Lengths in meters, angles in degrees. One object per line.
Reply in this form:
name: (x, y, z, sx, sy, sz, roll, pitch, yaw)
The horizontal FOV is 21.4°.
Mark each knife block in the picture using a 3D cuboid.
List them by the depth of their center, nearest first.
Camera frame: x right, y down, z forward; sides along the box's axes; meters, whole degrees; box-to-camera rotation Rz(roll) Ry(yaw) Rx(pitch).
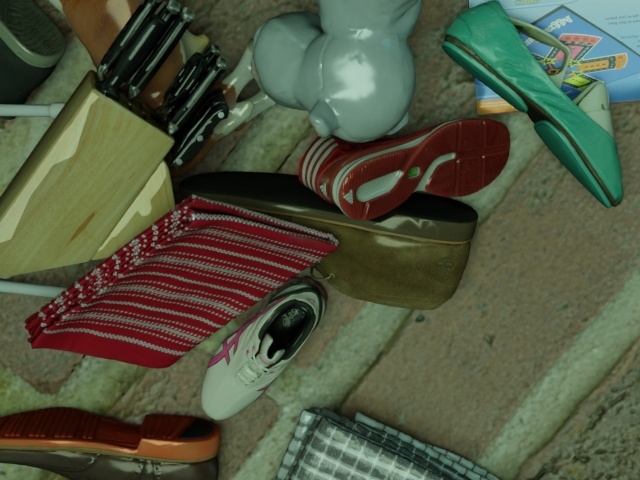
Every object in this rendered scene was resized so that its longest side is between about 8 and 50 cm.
knife block: (-0.219, -0.106, 1.623, 0.276, 0.088, 0.242, -11, 109, -5)

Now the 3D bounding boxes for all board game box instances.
board game box: (0.292, -0.209, 1.691, 0.281, 0.027, 0.145, -4, 99, 7)

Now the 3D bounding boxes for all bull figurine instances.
bull figurine: (-0.172, -0.220, 1.698, 0.188, 0.101, 0.310, -22, 106, 6)

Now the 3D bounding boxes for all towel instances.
towel: (-0.140, 0.050, 1.676, 0.275, 0.199, 0.031, -35, 56, 34)
towel: (0.069, 0.326, 1.769, 0.284, 0.121, 0.235, 24, 101, 1)

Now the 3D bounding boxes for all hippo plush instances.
hippo plush: (0.057, -0.218, 1.611, 0.294, 0.234, 0.236, 23, 115, 35)

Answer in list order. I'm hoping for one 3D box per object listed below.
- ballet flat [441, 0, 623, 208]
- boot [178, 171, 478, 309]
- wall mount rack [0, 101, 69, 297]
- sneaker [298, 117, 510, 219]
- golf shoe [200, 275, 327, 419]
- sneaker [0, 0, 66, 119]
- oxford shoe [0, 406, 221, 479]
ballet flat: (0.231, -0.142, 1.659, 0.247, 0.083, 0.087, 44, 88, -5)
boot: (0.000, 0.000, 1.728, 0.305, 0.112, 0.115, 11, 112, 2)
wall mount rack: (-0.379, -0.025, 1.733, 0.304, 0.130, 0.350, -11, 111, -8)
sneaker: (0.076, -0.092, 1.699, 0.221, 0.128, 0.087, -13, 117, -34)
golf shoe: (-0.067, 0.117, 1.763, 0.067, 0.086, 0.186, 38, 104, -3)
sneaker: (-0.365, -0.231, 1.733, 0.222, 0.083, 0.118, 52, 129, 11)
oxford shoe: (-0.243, 0.240, 1.802, 0.271, 0.097, 0.098, 4, 107, 5)
